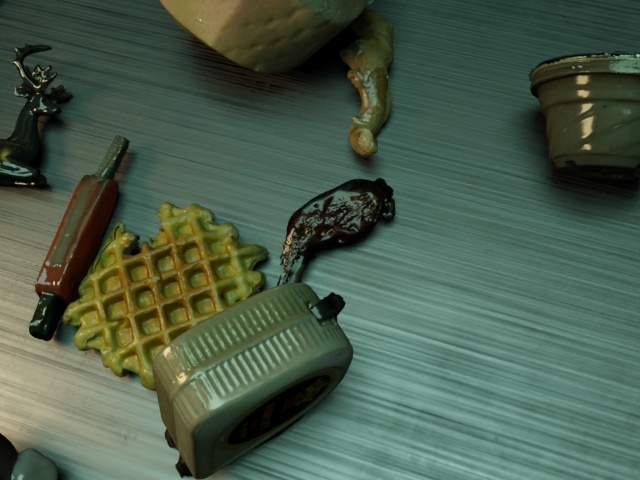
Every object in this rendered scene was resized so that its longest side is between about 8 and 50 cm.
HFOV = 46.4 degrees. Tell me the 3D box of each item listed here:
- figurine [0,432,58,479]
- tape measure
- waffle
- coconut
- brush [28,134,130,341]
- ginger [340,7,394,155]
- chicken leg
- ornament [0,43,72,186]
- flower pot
[{"bbox_3d":[-0.529,0.304,0.899,0.365,0.206,0.218,-3,40,30],"label":"figurine"},{"bbox_3d":[-0.078,0.158,0.882,0.231,0.271,0.133,-26,64,-23],"label":"tape measure"},{"bbox_3d":[-0.205,0.069,1.017,0.250,0.056,0.261,21,67,13],"label":"waffle"},{"bbox_3d":[-0.090,-0.420,1.102,0.353,0.352,0.352,-2,66,4],"label":"coconut"},{"bbox_3d":[-0.341,-0.013,1.059,0.051,0.070,0.323,13,65,9],"label":"brush"},{"bbox_3d":[0.069,-0.244,1.124,0.089,0.075,0.288,14,61,-14],"label":"ginger"},{"bbox_3d":[0.000,0.000,1.034,0.106,0.051,0.253,40,78,14],"label":"chicken leg"},{"bbox_3d":[-0.492,-0.199,1.149,0.202,0.080,0.236,7,69,5],"label":"ornament"},{"bbox_3d":[0.391,-0.157,1.001,0.236,0.235,0.140,6,90,7],"label":"flower pot"}]
